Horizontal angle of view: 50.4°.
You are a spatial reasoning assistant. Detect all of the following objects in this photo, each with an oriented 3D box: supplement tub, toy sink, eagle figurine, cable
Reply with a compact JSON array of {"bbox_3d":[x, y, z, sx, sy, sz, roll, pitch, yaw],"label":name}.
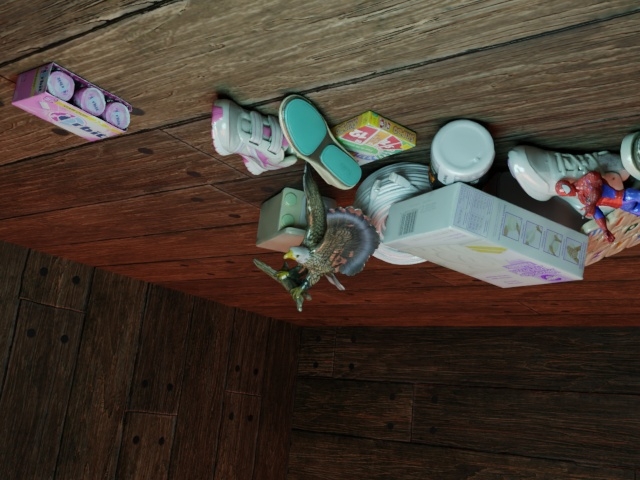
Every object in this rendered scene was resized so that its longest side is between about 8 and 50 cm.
[{"bbox_3d":[0.267,-0.143,1.307,0.117,0.117,0.190,4,164,7],"label":"supplement tub"},{"bbox_3d":[-0.052,-0.049,1.750,0.152,0.131,0.234,12,167,-21],"label":"toy sink"},{"bbox_3d":[-0.003,0.003,1.505,0.226,0.298,0.225,28,-161,-6],"label":"eagle figurine"},{"bbox_3d":[0.193,-0.056,1.518,0.257,0.089,0.257,16,135,-18],"label":"cable"}]

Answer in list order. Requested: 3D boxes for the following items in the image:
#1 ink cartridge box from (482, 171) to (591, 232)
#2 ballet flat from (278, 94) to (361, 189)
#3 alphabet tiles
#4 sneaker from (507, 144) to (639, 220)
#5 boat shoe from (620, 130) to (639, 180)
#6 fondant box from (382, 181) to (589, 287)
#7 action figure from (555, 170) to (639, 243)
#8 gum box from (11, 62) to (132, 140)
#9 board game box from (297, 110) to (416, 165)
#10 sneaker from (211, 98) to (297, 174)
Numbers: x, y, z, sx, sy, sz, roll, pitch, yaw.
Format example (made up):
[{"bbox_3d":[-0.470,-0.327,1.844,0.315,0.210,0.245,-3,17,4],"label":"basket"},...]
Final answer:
[{"bbox_3d":[0.469,-0.040,1.591,0.226,0.131,0.306,6,166,-1],"label":"ink cartridge box"},{"bbox_3d":[-0.015,-0.184,1.290,0.086,0.086,0.248,-6,142,36],"label":"ballet flat"},{"bbox_3d":[0.652,-0.044,1.416,0.284,0.021,0.278,-21,152,-8],"label":"alphabet tiles"},{"bbox_3d":[0.497,-0.138,1.319,0.305,0.114,0.152,14,144,-27],"label":"sneaker"},{"bbox_3d":[0.683,-0.125,1.234,0.305,0.109,0.091,17,166,-25],"label":"boat shoe"},{"bbox_3d":[0.329,0.000,1.371,0.330,0.096,0.238,18,165,-22],"label":"fondant box"},{"bbox_3d":[0.554,-0.043,1.206,0.280,0.139,0.091,15,147,15],"label":"action figure"},{"bbox_3d":[-0.458,-0.252,1.273,0.107,0.062,0.188,-4,162,34],"label":"gum box"},{"bbox_3d":[0.058,-0.191,1.373,0.124,0.039,0.259,18,163,-34],"label":"board game box"},{"bbox_3d":[-0.120,-0.202,1.291,0.111,0.103,0.252,-5,169,21],"label":"sneaker"}]
